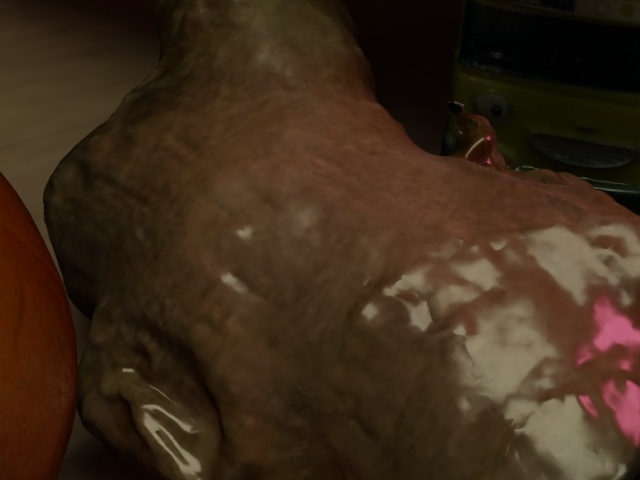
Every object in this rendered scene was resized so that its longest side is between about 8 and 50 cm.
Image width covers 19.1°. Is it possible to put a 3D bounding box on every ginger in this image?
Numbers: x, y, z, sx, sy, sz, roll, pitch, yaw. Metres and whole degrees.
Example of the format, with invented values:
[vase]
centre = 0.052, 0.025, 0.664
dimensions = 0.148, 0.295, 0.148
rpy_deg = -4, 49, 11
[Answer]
[ginger]
centre = -0.003, 0.003, 0.466
dimensions = 0.137, 0.074, 0.213
rpy_deg = -32, 60, -20

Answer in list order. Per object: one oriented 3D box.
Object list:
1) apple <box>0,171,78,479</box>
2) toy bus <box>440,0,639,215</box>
[apple]
centre = -0.103, 0.022, 0.419
dimensions = 0.099, 0.102, 0.114
rpy_deg = 1, 53, 12
[toy bus]
centre = 0.091, -0.097, 0.556
dimensions = 0.088, 0.101, 0.175
rpy_deg = 11, 46, 9
